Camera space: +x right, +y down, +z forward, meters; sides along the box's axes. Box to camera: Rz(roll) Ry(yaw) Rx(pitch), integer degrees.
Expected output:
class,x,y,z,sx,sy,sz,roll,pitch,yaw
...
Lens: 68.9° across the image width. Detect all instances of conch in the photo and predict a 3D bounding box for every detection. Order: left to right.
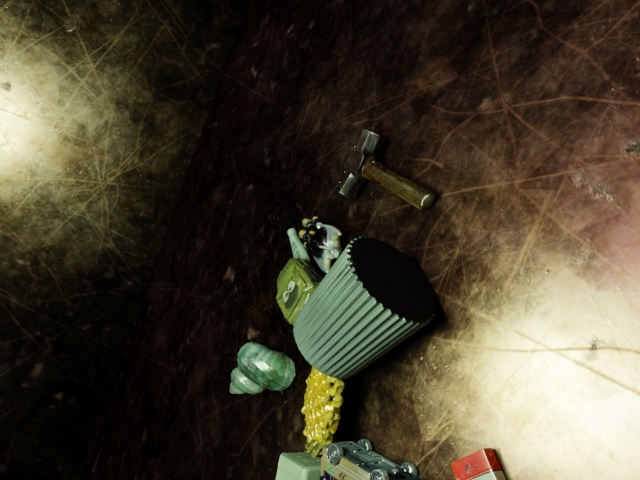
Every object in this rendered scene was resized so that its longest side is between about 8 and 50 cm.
class,x,y,z,sx,sy,sz,roll,pitch,yaw
conch,-0.232,0.484,1.739,0.277,0.195,0.220,-34,77,7

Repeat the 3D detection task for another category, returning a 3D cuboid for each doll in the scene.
class,x,y,z,sx,sy,sz,roll,pitch,yaw
doll,-0.001,0.004,1.684,0.145,0.103,0.316,-52,31,0

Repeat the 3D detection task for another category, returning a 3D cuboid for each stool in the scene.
class,x,y,z,sx,sy,sz,roll,pitch,yaw
stool,0.110,0.204,1.327,0.330,0.298,0.297,-52,41,32

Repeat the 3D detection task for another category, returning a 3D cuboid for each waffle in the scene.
class,x,y,z,sx,sy,sz,roll,pitch,yaw
waffle,0.004,0.501,1.448,0.329,0.062,0.328,-169,90,-76

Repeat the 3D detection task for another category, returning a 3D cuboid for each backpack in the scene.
class,x,y,z,sx,sy,sz,roll,pitch,yaw
backpack,-0.069,0.178,1.676,0.206,0.140,0.253,-60,32,16

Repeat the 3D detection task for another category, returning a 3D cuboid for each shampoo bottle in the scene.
class,x,y,z,sx,sy,sz,roll,pitch,yaw
shampoo bottle,-0.091,0.028,1.837,0.069,0.041,0.190,-56,39,31

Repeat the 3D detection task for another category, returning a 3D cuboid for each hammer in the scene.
class,x,y,z,sx,sy,sz,roll,pitch,yaw
hammer,0.222,-0.195,1.517,0.409,0.095,0.242,40,108,45

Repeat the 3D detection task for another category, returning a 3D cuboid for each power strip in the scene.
class,x,y,z,sx,sy,sz,roll,pitch,yaw
power strip,-0.053,0.774,1.404,0.140,0.139,0.224,0,76,50

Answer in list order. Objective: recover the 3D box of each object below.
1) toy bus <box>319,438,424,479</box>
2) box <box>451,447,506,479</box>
class,x,y,z,sx,sy,sz,roll,pitch,yaw
toy bus,0.129,0.644,1.234,0.290,0.140,0.157,5,84,49
box,0.368,0.558,1.040,0.100,0.048,0.152,-43,48,30
